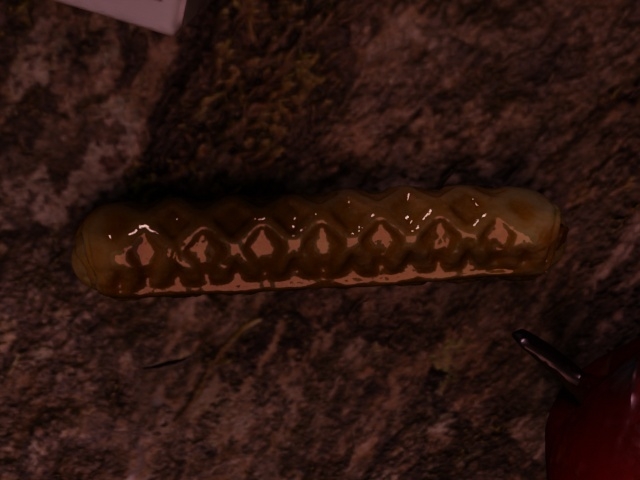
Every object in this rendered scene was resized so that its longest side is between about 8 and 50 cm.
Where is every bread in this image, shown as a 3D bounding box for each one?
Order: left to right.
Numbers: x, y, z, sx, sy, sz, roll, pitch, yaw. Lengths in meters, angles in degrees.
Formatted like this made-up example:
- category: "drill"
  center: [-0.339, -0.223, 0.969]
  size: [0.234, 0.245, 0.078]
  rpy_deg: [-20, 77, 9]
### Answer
- category: "bread"
  center: [0.000, 0.001, 0.916]
  size: [0.367, 0.084, 0.077]
  rpy_deg: [-2, 88, -1]

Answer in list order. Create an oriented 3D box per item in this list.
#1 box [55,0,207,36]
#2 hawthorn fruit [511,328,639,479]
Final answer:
- category: "box"
  center: [-0.185, -0.252, 0.647]
  size: [0.299, 0.106, 0.200]
  rpy_deg: [18, 126, 1]
- category: "hawthorn fruit"
  center: [0.302, 0.173, 0.974]
  size: [0.369, 0.285, 0.285]
  rpy_deg: [33, 121, 0]
